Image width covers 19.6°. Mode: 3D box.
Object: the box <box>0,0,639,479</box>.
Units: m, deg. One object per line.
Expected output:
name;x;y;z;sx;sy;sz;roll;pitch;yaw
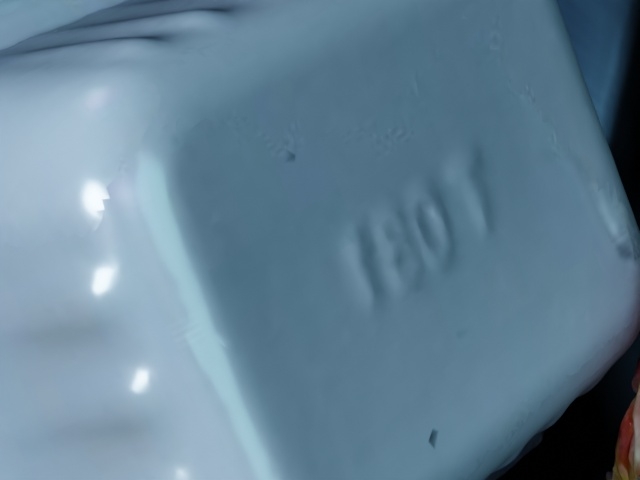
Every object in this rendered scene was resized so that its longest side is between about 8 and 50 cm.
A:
box;0.000;0.000;0.608;0.337;0.106;0.264;-33;104;-48

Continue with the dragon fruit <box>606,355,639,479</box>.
dragon fruit;0.231;0.045;0.652;0.282;0.147;0.211;-5;48;-26
